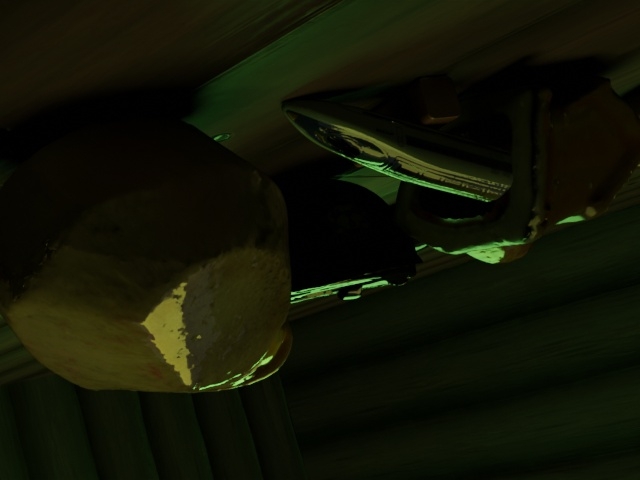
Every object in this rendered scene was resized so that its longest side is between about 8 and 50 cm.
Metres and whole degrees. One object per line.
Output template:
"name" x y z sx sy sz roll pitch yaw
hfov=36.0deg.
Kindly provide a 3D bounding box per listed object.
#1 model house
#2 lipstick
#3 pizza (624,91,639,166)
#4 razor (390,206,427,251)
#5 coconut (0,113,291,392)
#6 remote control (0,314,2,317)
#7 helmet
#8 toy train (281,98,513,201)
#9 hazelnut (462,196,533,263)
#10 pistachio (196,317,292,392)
"model house" 0.237 -0.096 1.143 0.239 0.173 0.268 -20 -171 -35
"lipstick" 0.082 -0.119 1.009 0.045 0.045 0.145 -9 170 -32
"pizza" 0.499 -0.166 1.410 0.226 0.086 0.335 -16 171 7
"razor" 0.162 -0.026 1.689 0.148 0.090 0.054 -25 170 36
"coconut" -0.156 0.009 0.835 0.259 0.259 0.259 -16 172 -2
"remote control" -0.471 0.083 1.378 0.285 0.038 0.123 -5 166 -46
"helmet" 0.000 0.000 1.260 0.231 0.160 0.279 -8 170 -23
"toy train" 0.073 -0.085 0.951 0.252 0.048 0.055 11 157 -28
"hazelnut" 0.234 -0.053 1.350 0.182 0.182 0.182 -16 172 -2
"pistachio" -0.200 0.127 1.509 0.309 0.229 0.230 10 -179 20
